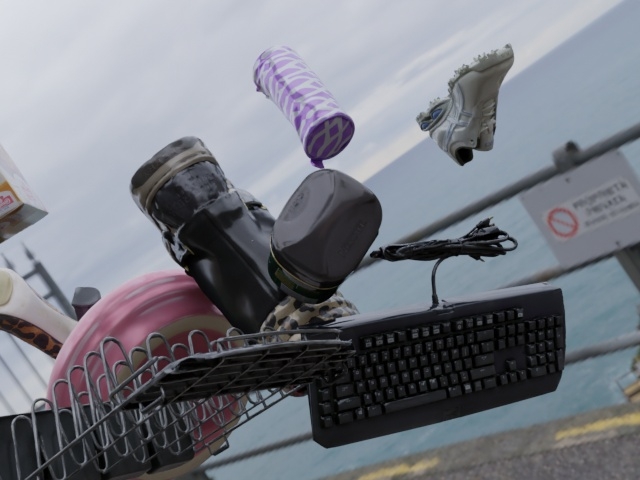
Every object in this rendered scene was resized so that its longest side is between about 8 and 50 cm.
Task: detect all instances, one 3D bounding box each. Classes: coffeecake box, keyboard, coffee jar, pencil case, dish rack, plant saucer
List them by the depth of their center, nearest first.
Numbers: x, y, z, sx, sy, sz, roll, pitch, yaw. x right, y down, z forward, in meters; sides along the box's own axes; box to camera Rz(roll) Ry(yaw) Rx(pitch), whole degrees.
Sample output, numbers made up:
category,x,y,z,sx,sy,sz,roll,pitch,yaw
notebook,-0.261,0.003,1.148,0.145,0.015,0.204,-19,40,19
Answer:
category,x,y,z,sx,sy,sz,roll,pitch,yaw
dish rack,-0.115,0.118,0.636,0.271,0.074,0.208,-37,-23,34
coffee jar,0.000,0.000,0.752,0.096,0.079,0.184,-57,-1,-11
keyboard,0.124,0.083,0.863,0.317,0.201,0.033,-8,0,-28
coffeecake box,-0.376,-0.092,0.890,0.068,0.185,0.142,-34,3,-8
plant saucer,-0.216,0.207,1.197,0.332,0.332,0.084,-36,39,-30
pencil case,-0.031,-0.200,1.229,0.086,0.206,0.088,16,-61,-43

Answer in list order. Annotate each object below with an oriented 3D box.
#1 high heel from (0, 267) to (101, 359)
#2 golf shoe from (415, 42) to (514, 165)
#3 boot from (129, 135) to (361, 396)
category,x,y,z,sx,sy,sz,roll,pitch,yaw
high heel,-0.432,0.136,1.248,0.093,0.261,0.186,-77,-9,-47
golf shoe,0.171,-0.142,0.908,0.069,0.086,0.176,-28,-10,-20
boot,-0.065,0.054,1.029,0.138,0.284,0.377,-40,-20,-7
